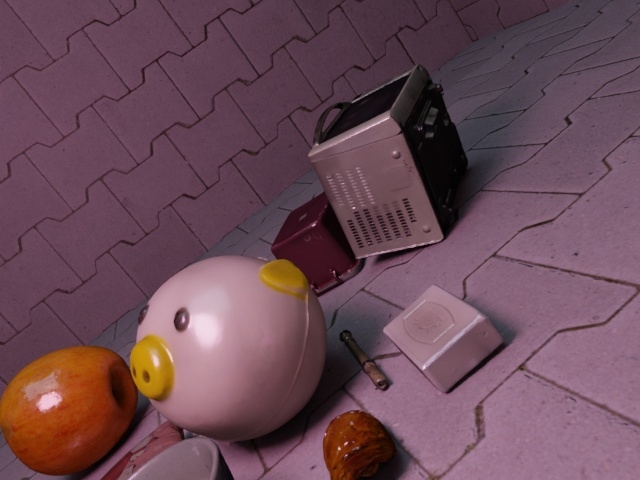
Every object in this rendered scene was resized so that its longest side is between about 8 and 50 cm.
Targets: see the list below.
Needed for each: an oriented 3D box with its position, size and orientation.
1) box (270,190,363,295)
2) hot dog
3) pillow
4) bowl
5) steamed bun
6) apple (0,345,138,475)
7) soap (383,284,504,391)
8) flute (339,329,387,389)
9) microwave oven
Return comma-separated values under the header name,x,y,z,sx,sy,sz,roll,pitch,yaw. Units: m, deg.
name,x,y,z,sx,sy,sz,roll,pitch,yaw
box,0.000,0.000,1.534,0.193,0.167,0.294,-29,17,20
hot dog,0.046,0.280,0.794,0.099,0.065,0.147,-38,4,-5
pillow,-0.340,0.446,1.109,0.236,0.084,0.223,-38,13,-13
bowl,-0.203,0.417,0.779,0.289,0.146,0.289,-35,15,11
steamed bun,-0.160,0.183,1.052,0.374,0.333,0.334,-4,34,48
apple,-0.591,0.398,1.426,0.275,0.298,0.299,-24,14,-7
soap,0.181,0.144,0.904,0.121,0.063,0.183,-40,15,-4
flute,0.073,0.204,1.034,0.027,0.027,0.233,-38,15,-4
microwave oven,0.182,-0.199,1.404,0.247,0.332,0.394,-15,24,27
